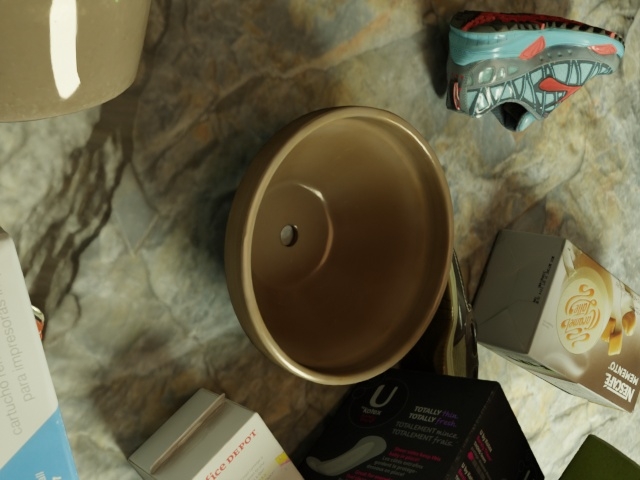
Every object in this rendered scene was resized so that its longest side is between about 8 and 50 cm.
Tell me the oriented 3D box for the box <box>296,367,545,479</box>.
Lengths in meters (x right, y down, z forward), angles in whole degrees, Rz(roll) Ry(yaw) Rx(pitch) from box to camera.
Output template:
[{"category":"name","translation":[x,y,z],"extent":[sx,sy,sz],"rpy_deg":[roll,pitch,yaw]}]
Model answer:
[{"category":"box","translation":[0.067,0.265,0.768],"extent":[0.270,0.165,0.143],"rpy_deg":[-50,124,-34]}]

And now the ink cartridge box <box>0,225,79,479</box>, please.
[{"category":"ink cartridge box","translation":[-0.306,0.130,0.454],"extent":[0.307,0.129,0.223],"rpy_deg":[-17,107,-25]}]

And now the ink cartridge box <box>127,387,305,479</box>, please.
[{"category":"ink cartridge box","translation":[-0.084,0.201,0.706],"extent":[0.092,0.090,0.143],"rpy_deg":[-44,120,-27]}]

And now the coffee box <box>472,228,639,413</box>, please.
[{"category":"coffee box","translation":[0.298,0.102,1.000],"extent":[0.246,0.098,0.141],"rpy_deg":[31,77,-38]}]

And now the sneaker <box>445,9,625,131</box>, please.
[{"category":"sneaker","translation":[0.230,-0.186,0.922],"extent":[0.262,0.104,0.125],"rpy_deg":[-7,118,-34]}]

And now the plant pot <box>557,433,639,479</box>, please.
[{"category":"plant pot","translation":[0.250,0.376,0.729],"extent":[0.293,0.275,0.275],"rpy_deg":[-47,125,-2]}]

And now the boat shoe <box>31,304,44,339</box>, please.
[{"category":"boat shoe","translation":[-0.255,0.038,0.573],"extent":[0.137,0.049,0.043],"rpy_deg":[35,36,-26]}]

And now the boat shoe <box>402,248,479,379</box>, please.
[{"category":"boat shoe","translation":[0.128,0.095,0.878],"extent":[0.073,0.080,0.223],"rpy_deg":[-25,117,-40]}]

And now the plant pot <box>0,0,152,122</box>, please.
[{"category":"plant pot","translation":[-0.188,-0.200,0.484],"extent":[0.263,0.263,0.229],"rpy_deg":[-24,128,-35]}]

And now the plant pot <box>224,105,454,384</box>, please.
[{"category":"plant pot","translation":[0.000,0.000,0.734],"extent":[0.237,0.110,0.237],"rpy_deg":[-7,101,-40]}]
